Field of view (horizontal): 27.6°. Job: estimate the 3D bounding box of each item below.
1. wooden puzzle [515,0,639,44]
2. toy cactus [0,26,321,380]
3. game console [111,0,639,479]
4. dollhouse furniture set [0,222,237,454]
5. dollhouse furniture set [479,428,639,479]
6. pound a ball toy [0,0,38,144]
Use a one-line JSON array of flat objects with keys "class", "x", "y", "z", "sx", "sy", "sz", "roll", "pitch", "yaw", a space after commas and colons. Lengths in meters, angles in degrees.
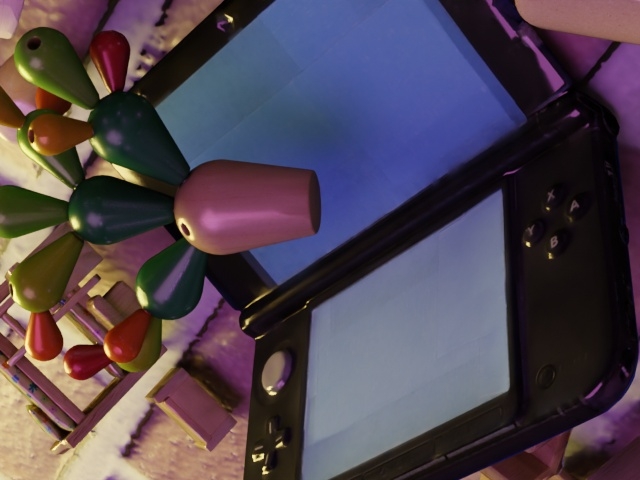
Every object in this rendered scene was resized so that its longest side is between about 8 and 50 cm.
[{"class": "wooden puzzle", "x": 0.183, "y": -0.168, "z": 0.493, "sx": 0.221, "sy": 0.044, "sz": 0.239, "roll": 14, "pitch": 127, "yaw": 23}, {"class": "toy cactus", "x": -0.089, "y": -0.017, "z": 0.698, "sx": 0.180, "sy": 0.112, "sz": 0.219, "roll": -2, "pitch": 115, "yaw": 11}, {"class": "game console", "x": 0.000, "y": 0.000, "z": 0.708, "sx": 0.173, "sy": 0.250, "sz": 0.293, "roll": 27, "pitch": 138, "yaw": -28}, {"class": "dollhouse furniture set", "x": -0.143, "y": 0.093, "z": 0.840, "sx": 0.182, "sy": 0.101, "sz": 0.161, "roll": 45, "pitch": 165, "yaw": -7}, {"class": "dollhouse furniture set", "x": 0.206, "y": 0.196, "z": 0.785, "sx": 0.242, "sy": 0.161, "sz": 0.212, "roll": 36, "pitch": 136, "yaw": 30}, {"class": "pound a ball toy", "x": -0.268, "y": -0.159, "z": 0.678, "sx": 0.319, "sy": 0.136, "sz": 0.208, "roll": 11, "pitch": 125, "yaw": -20}]
